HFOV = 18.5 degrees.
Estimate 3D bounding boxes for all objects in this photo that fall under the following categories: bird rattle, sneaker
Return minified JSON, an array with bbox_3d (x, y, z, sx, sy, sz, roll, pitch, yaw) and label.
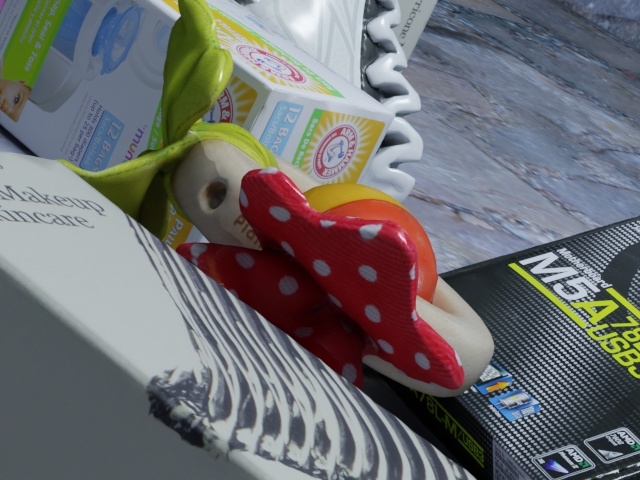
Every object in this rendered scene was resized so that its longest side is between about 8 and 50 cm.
[{"bbox_3d":[0.000,0.000,0.854,0.207,0.143,0.253,26,4,-43],"label":"bird rattle"},{"bbox_3d":[-0.012,-0.158,1.209,0.118,0.292,0.110,1,-12,-32],"label":"sneaker"}]

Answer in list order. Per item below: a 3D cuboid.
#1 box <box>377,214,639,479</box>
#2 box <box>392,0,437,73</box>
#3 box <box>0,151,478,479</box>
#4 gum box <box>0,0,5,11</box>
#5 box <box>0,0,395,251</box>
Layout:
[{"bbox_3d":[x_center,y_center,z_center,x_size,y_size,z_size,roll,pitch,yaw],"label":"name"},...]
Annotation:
[{"bbox_3d":[0.141,0.062,0.945,0.184,0.045,0.190,-17,33,-19],"label":"box"},{"bbox_3d":[-0.050,-0.173,1.376,0.232,0.148,0.127,11,22,-46],"label":"box"},{"bbox_3d":[-0.051,0.074,0.633,0.275,0.094,0.113,36,17,30],"label":"box"},{"bbox_3d":[-0.225,-0.179,1.263,0.107,0.062,0.188,23,15,-13],"label":"gum box"},{"bbox_3d":[-0.078,-0.073,1.053,0.203,0.114,0.103,39,19,35],"label":"box"}]
